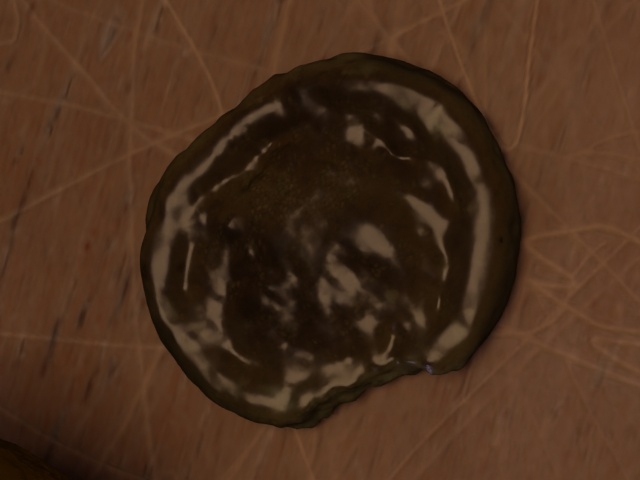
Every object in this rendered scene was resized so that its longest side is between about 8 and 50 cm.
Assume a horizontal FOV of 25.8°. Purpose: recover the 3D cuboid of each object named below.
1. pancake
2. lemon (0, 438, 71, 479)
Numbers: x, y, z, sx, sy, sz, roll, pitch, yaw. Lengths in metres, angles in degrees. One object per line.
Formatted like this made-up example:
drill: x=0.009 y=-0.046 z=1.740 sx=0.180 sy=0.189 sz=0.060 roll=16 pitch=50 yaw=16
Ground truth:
pancake: x=-0.001 y=0.000 z=0.825 sx=0.236 sy=0.042 sz=0.222 roll=-3 pitch=86 yaw=21
lemon: x=-0.222 y=0.238 z=0.773 sx=0.268 sy=0.268 sz=0.321 roll=-37 pitch=71 yaw=14
